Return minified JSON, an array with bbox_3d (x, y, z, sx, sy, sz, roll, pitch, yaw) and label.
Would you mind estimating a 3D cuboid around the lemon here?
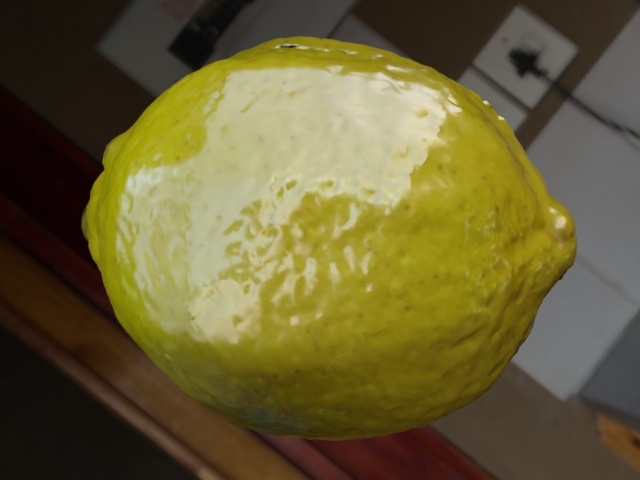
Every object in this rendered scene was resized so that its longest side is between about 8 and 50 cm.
[{"bbox_3d":[0.000,0.000,0.725,0.204,0.260,0.204,6,-90,-77],"label":"lemon"}]
